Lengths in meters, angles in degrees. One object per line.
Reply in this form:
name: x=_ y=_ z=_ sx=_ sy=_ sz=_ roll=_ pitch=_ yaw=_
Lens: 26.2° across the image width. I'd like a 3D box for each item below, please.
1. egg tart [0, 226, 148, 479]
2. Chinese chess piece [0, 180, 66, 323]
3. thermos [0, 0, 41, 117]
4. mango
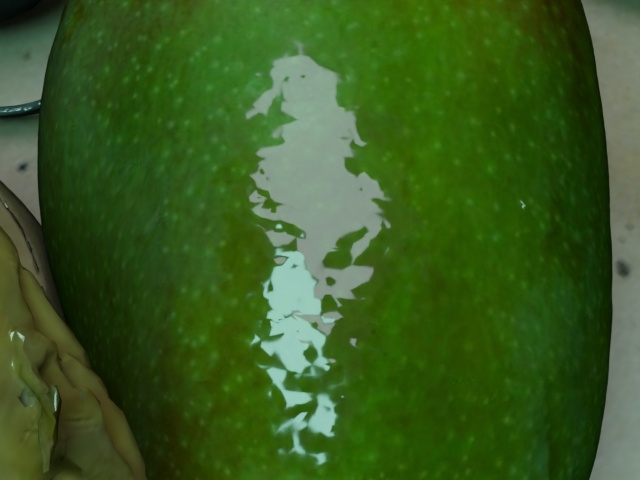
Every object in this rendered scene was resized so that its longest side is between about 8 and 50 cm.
egg tart: x=-0.205 y=0.151 z=0.385 sx=0.352 sy=0.153 sz=0.339 roll=-12 pitch=104 yaw=8
Chinese chess piece: x=-0.218 y=0.063 z=0.551 sx=0.251 sy=0.097 sz=0.250 roll=0 pitch=62 yaw=-1
thermos: x=-0.202 y=-0.154 z=0.652 sx=0.287 sy=0.145 sz=0.182 roll=6 pitch=93 yaw=1
mango: x=0.000 y=0.000 z=0.535 sx=0.225 sy=0.201 sz=0.381 roll=11 pitch=69 yaw=-22
